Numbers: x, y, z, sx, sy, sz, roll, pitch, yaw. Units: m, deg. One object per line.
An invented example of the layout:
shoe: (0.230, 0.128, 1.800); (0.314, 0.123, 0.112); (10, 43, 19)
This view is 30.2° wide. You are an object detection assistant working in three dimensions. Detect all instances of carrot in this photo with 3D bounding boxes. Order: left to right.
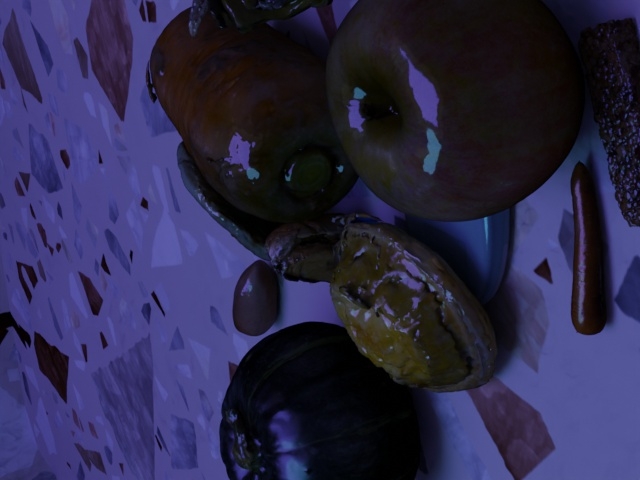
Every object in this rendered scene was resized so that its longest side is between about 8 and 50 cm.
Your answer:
carrot: (-0.083, -0.174, 1.587); (0.340, 0.224, 0.224); (-126, 32, -47)
carrot: (0.277, 0.009, 1.229); (0.037, 0.037, 0.190); (22, 121, 56)

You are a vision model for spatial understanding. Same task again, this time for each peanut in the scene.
peanut: (-0.108, 0.096, 1.939); (0.076, 0.076, 0.152); (48, 143, 38)

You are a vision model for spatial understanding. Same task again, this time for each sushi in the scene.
sushi: (-0.014, -0.336, 1.395); (0.291, 0.131, 0.139); (-28, 82, 24)

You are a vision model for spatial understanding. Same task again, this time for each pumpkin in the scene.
pumpkin: (-0.004, 0.277, 1.676); (0.323, 0.241, 0.323); (34, 132, 49)

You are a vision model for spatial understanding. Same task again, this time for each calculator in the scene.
calculator: (0.155, -0.057, 1.400); (0.184, 0.042, 0.295); (30, 133, 52)

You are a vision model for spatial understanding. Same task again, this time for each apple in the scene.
apple: (0.139, -0.147, 1.170); (0.257, 0.234, 0.257); (35, 132, 50)

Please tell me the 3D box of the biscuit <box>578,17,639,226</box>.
biscuit: (0.292, -0.111, 1.124); (0.064, 0.034, 0.199); (-12, 96, 62)

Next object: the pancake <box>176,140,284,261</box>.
pancake: (-0.105, -0.057, 1.694); (0.037, 0.253, 0.253); (-45, 61, 21)

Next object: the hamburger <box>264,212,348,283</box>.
hamburger: (0.007, -0.003, 1.619); (0.102, 0.176, 0.087); (-42, 62, 25)

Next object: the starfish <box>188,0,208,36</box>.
starfish: (-0.127, -0.433, 1.570); (0.301, 0.084, 0.293); (-39, 68, 17)

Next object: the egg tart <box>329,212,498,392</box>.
egg tart: (0.089, 0.090, 1.468); (0.291, 0.107, 0.291); (41, 155, 24)
